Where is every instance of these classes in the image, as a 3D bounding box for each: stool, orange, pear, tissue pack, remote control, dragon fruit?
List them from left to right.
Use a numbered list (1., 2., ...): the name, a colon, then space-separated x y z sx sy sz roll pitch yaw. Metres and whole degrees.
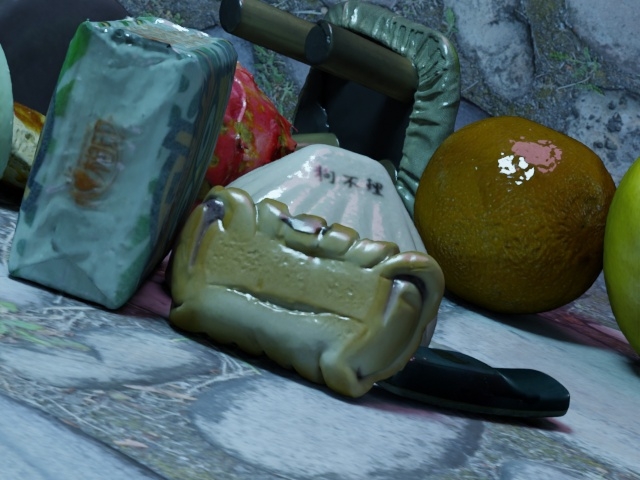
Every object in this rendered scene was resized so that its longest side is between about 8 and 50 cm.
1. tissue pack: -0.171 -0.082 1.531 0.128 0.228 0.311 18 8 0
2. dragon fruit: -0.127 -0.101 1.887 0.268 0.205 0.210 18 -30 -20
3. stool: 0.001 -0.163 2.282 0.226 0.310 0.310 1 16 -36
4. remote control: 0.130 0.124 1.491 0.222 0.042 0.072 12 13 -39
5. orange: 0.236 -0.033 2.080 0.264 0.264 0.264 18 8 -3
6. pear: 0.430 0.005 1.971 0.191 0.340 0.386 14 -21 32

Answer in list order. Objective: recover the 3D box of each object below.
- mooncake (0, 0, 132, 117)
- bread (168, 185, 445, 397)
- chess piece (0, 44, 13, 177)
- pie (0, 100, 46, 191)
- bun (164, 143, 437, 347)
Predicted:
1. mooncake: -0.322 -0.188 1.925 0.245 0.245 0.133 11 9 -43
2. bread: -0.018 0.043 1.415 0.225 0.134 0.081 22 -12 13
3. chess piece: -0.423 -0.112 1.400 0.299 0.194 0.195 -1 20 -44
4. pie: -0.321 -0.101 1.757 0.179 0.084 0.205 17 -11 43
5. bun: 0.000 0.000 1.581 0.263 0.175 0.263 17 9 -3
